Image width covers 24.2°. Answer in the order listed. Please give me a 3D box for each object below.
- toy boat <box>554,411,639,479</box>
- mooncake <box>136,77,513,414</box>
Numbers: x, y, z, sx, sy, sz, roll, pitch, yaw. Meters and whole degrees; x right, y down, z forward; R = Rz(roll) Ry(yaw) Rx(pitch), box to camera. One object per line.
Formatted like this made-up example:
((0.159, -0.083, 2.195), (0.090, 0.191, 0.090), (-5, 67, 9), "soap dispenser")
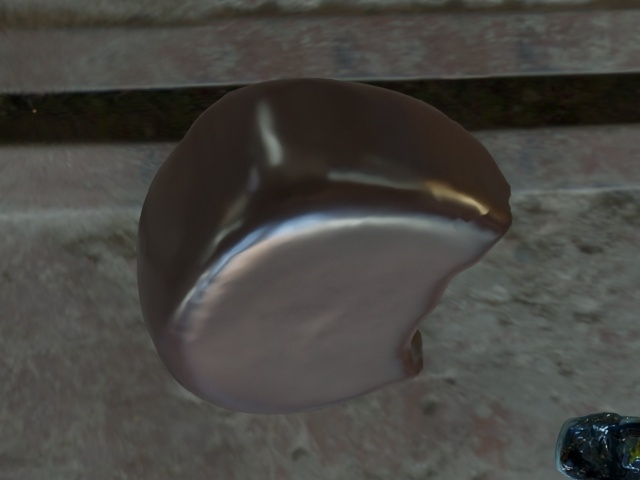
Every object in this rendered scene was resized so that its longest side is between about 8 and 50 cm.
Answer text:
((0.235, 0.156, 1.056), (0.137, 0.061, 0.060), (12, 87, 15), "toy boat")
((0.000, 0.000, 1.288), (0.334, 0.174, 0.326), (-18, 141, 2), "mooncake")
